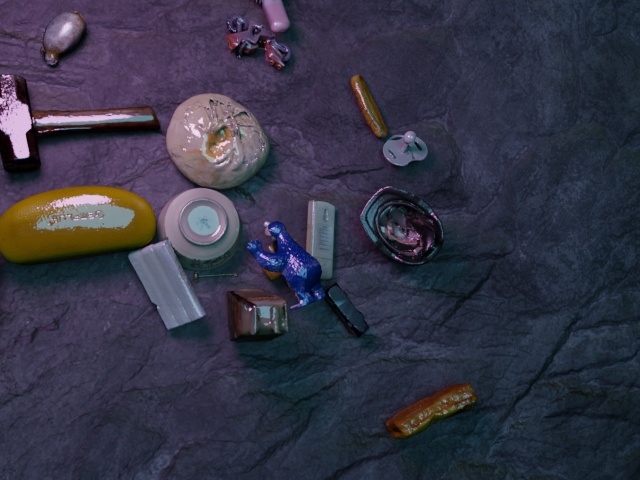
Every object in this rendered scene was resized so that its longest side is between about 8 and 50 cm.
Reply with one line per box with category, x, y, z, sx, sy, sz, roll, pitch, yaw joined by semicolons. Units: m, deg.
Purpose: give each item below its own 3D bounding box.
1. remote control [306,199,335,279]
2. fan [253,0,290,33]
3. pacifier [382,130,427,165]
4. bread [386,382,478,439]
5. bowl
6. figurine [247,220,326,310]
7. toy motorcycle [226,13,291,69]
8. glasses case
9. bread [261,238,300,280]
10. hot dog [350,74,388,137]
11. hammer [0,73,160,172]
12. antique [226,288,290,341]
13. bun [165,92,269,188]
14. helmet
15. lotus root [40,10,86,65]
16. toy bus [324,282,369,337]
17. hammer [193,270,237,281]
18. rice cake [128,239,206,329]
remote control;0.000;0.000;1.568;0.098;0.038;0.233;12;78;-46
fan;-0.149;-0.724;1.598;0.130;0.074;0.244;-13;72;-22
pacifier;0.268;-0.302;1.673;0.150;0.116;0.126;-14;61;-15
bread;0.330;0.502;1.562;0.271;0.139;0.077;-19;78;-20
bowl;-0.322;-0.041;1.448;0.238;0.126;0.237;3;80;-15
figurine;-0.072;0.057;1.432;0.121;0.164;0.262;-31;95;24
toy motorcycle;-0.191;-0.578;1.588;0.212;0.084;0.118;27;67;-17
glasses case;-0.611;-0.045;1.351;0.371;0.141;0.173;-9;84;-18
bread;-0.109;0.058;1.534;0.132;0.053;0.074;-33;93;-18
hot dog;0.148;-0.419;1.684;0.066;0.047;0.215;-29;93;-55
hammer;-0.638;-0.320;1.411;0.409;0.095;0.242;-9;85;-20
antique;-0.163;0.195;1.378;0.125;0.284;0.150;-2;84;-17
bun;-0.285;-0.284;1.482;0.287;0.146;0.287;3;78;-15
helmet;0.250;-0.036;1.610;0.253;0.154;0.198;39;93;10
lotus root;-0.694;-0.548;1.432;0.088;0.088;0.165;37;83;-9
toy bus;0.071;0.203;1.559;0.057;0.072;0.172;-39;96;-17
hammer;-0.293;0.097;1.495;0.123;0.014;0.029;-2;92;-20
rice cake;-0.404;0.119;1.406;0.127;0.043;0.237;-21;99;12
